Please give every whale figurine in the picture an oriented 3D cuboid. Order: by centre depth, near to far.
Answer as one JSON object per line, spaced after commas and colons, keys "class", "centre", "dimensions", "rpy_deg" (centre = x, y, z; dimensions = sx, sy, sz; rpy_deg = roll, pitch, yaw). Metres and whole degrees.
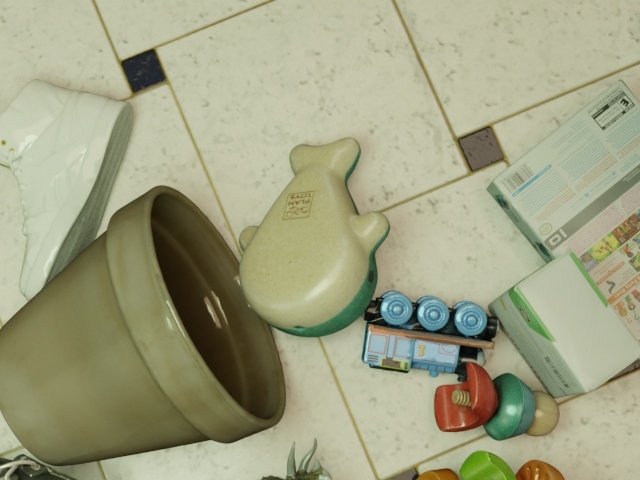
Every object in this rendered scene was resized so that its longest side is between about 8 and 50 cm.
{"class": "whale figurine", "centre": [0.000, 0.000, 1.722], "dimensions": [0.216, 0.141, 0.272], "rpy_deg": [-8, 57, 27]}

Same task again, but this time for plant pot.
{"class": "plant pot", "centre": [-0.241, 0.134, 1.626], "dimensions": [0.280, 0.323, 0.323], "rpy_deg": [-26, 83, 13]}

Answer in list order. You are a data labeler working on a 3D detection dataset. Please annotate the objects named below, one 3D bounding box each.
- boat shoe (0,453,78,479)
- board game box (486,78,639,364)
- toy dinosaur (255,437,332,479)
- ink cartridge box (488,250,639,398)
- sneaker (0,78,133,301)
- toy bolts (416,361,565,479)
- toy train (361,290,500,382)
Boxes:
{"class": "boat shoe", "centre": [-0.415, 0.296, 1.602], "dimensions": [0.335, 0.112, 0.095], "rpy_deg": [-9, 94, 37]}
{"class": "board game box", "centre": [0.400, -0.023, 1.738], "dimensions": [0.224, 0.097, 0.303], "rpy_deg": [-38, 83, -4]}
{"class": "toy dinosaur", "centre": [-0.105, 0.397, 1.681], "dimensions": [0.313, 0.121, 0.160], "rpy_deg": [-28, 72, 1]}
{"class": "ink cartridge box", "centre": [0.301, 0.110, 1.660], "dimensions": [0.093, 0.212, 0.154], "rpy_deg": [-34, 83, -8]}
{"class": "sneaker", "centre": [-0.373, -0.067, 1.738], "dimensions": [0.169, 0.108, 0.292], "rpy_deg": [18, 79, 9]}
{"class": "toy bolts", "centre": [0.229, 0.286, 1.684], "dimensions": [0.158, 0.218, 0.228], "rpy_deg": [14, 59, -24]}
{"class": "toy train", "centre": [0.140, 0.125, 1.726], "dimensions": [0.184, 0.080, 0.105], "rpy_deg": [8, 91, -2]}
